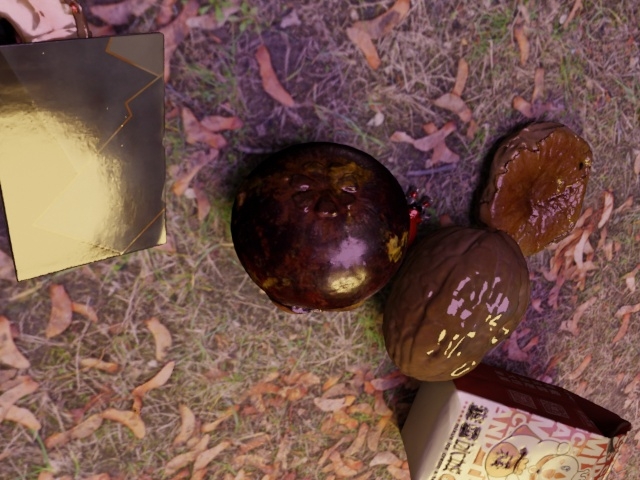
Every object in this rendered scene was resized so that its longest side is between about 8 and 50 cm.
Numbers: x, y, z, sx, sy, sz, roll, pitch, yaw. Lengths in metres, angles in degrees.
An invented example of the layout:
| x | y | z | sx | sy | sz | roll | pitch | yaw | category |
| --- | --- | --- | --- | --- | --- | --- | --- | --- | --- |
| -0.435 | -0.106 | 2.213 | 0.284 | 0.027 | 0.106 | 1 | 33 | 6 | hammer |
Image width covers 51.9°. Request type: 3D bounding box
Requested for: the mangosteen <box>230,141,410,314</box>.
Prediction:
| x | y | z | sx | sy | sz | roll | pitch | yaw | category |
| --- | --- | --- | --- | --- | --- | --- | --- | --- | --- |
| 0.000 | 0.000 | 0.732 | 0.192 | 0.192 | 0.217 | -23 | 150 | -16 | mangosteen |

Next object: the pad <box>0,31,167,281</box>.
| x | y | z | sx | sy | sz | roll | pitch | yaw | category |
| --- | --- | --- | --- | --- | --- | --- | --- | --- | --- |
| -0.223 | -0.074 | 0.629 | 0.164 | 0.004 | 0.242 | -17 | 132 | -32 | pad |

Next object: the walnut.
| x | y | z | sx | sy | sz | roll | pitch | yaw | category |
| --- | --- | --- | --- | --- | --- | --- | --- | --- | --- |
| 0.165 | 0.084 | 0.845 | 0.178 | 0.178 | 0.230 | 19 | 111 | -31 | walnut |

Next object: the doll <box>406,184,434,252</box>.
| x | y | z | sx | sy | sz | roll | pitch | yaw | category |
| --- | --- | --- | --- | --- | --- | --- | --- | --- | --- |
| 0.105 | -0.014 | 0.847 | 0.114 | 0.039 | 0.057 | -63 | 151 | -3 | doll |

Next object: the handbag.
| x | y | z | sx | sy | sz | roll | pitch | yaw | category |
| --- | --- | --- | --- | --- | --- | --- | --- | --- | --- |
| 0.279 | 0.289 | 0.940 | 0.298 | 0.151 | 0.171 | 18 | 103 | -6 | handbag |

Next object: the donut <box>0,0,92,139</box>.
| x | y | z | sx | sy | sz | roll | pitch | yaw | category |
| --- | --- | --- | --- | --- | --- | --- | --- | --- | --- |
| -0.289 | -0.171 | 0.573 | 0.175 | 0.068 | 0.174 | -11 | 114 | -25 | donut |

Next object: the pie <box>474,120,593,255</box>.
| x | y | z | sx | sy | sz | roll | pitch | yaw | category |
| --- | --- | --- | --- | --- | --- | --- | --- | --- | --- |
| 0.292 | -0.068 | 0.911 | 0.195 | 0.046 | 0.195 | -9 | 114 | -21 | pie |
